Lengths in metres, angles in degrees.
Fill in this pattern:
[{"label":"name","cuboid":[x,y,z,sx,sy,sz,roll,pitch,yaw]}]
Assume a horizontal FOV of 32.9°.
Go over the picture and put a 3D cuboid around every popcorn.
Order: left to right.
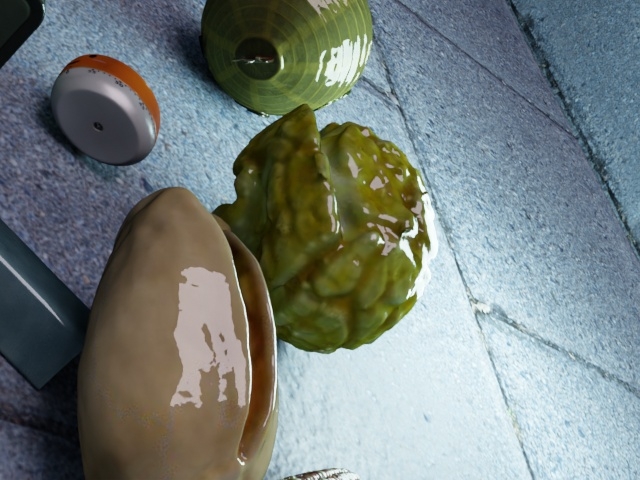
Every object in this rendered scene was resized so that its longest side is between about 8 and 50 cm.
[{"label":"popcorn","cuboid":[0.005,0.000,1.242,0.282,0.247,0.282,34,28,-21]}]

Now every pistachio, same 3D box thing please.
[{"label":"pistachio","cuboid":[-0.127,0.110,0.934,0.187,0.187,0.299,27,49,-40]}]

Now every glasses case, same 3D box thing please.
[{"label":"glasses case","cuboid":[-0.305,0.000,0.962,0.266,0.056,0.105,47,27,-8]}]

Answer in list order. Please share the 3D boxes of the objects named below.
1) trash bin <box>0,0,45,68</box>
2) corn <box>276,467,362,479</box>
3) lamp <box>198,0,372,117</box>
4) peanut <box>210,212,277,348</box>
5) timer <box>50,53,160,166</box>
[{"label":"trash bin","cuboid":[-0.408,-0.330,1.119,0.223,0.158,0.343,34,25,-33]},{"label":"corn","cuboid":[-0.024,0.267,1.051,0.079,0.079,0.237,59,24,17]},{"label":"lamp","cuboid":[-0.053,-0.282,1.515,0.250,0.250,0.284,46,30,-10]},{"label":"peanut","cuboid":[-0.113,0.082,1.104,0.101,0.117,0.263,76,-6,-54]},{"label":"timer","cuboid":[-0.235,-0.154,1.221,0.136,0.099,0.136,43,33,-37]}]
